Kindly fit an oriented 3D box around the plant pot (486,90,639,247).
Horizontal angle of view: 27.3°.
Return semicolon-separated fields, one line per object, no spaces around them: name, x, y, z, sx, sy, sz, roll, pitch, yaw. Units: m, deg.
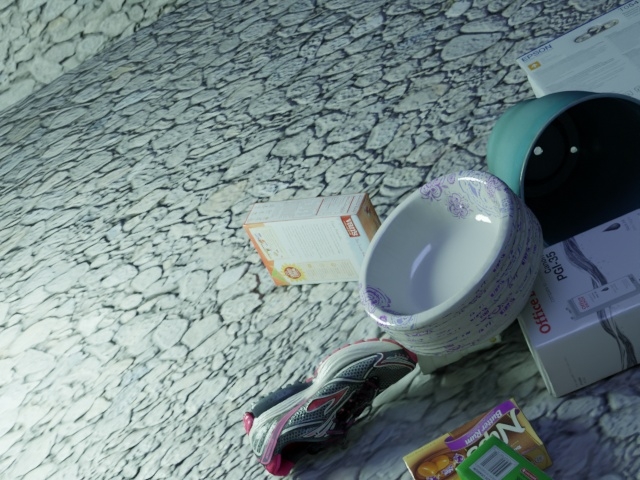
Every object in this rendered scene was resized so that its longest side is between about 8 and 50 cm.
plant pot;0.404;-0.125;2.170;0.271;0.272;0.255;-32;20;-5

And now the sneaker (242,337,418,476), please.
sneaker;0.026;0.258;2.052;0.299;0.121;0.112;-34;50;12

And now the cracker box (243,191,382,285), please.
cracker box;0.000;0.000;2.344;0.232;0.156;0.067;-4;41;29

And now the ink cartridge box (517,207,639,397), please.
ink cartridge box;0.436;0.085;1.987;0.283;0.117;0.207;-23;36;6

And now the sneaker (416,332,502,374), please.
sneaker;0.210;0.079;2.164;0.169;0.108;0.292;-21;46;7

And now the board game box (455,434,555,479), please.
board game box;0.300;0.396;1.522;0.064;0.316;0.242;-38;37;-14

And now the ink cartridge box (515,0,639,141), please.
ink cartridge box;0.566;-0.318;2.446;0.324;0.071;0.330;-26;32;3

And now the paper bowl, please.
paper bowl;0.208;0.047;1.985;0.284;0.148;0.284;-30;37;25

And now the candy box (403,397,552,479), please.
candy box;0.225;0.316;1.896;0.186;0.053;0.109;-29;36;1
